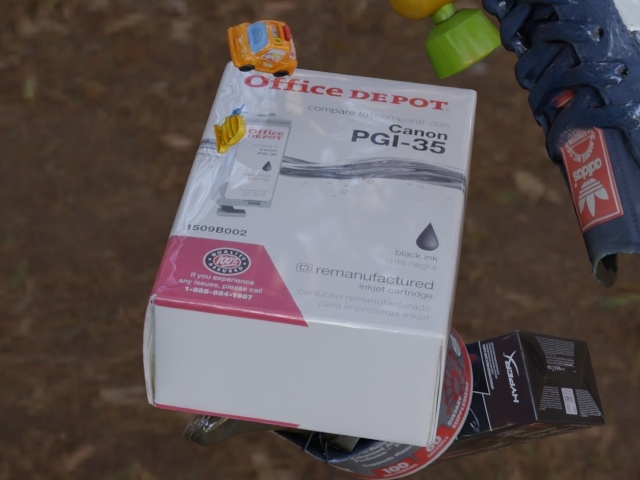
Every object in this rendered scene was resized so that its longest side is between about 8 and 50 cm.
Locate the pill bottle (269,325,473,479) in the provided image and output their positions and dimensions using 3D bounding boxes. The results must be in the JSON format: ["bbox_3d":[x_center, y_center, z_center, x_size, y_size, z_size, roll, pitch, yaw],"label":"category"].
[{"bbox_3d":[0.005,0.113,1.793,0.210,0.363,0.210,-10,66,23],"label":"pill bottle"}]

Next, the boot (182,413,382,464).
[{"bbox_3d":[-0.012,0.148,1.482,0.219,0.082,0.106,-26,64,-40],"label":"boot"}]

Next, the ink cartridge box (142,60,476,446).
[{"bbox_3d":[0.000,0.000,1.268,0.207,0.117,0.283,7,42,4],"label":"ink cartridge box"}]

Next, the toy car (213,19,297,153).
[{"bbox_3d":[-0.039,-0.113,1.247,0.060,0.040,0.122,23,53,-29],"label":"toy car"}]

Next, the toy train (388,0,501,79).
[{"bbox_3d":[0.056,-0.158,1.028,0.248,0.143,0.105,-32,9,-22],"label":"toy train"}]

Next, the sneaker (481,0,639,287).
[{"bbox_3d":[0.130,-0.074,0.751,0.350,0.131,0.148,39,70,-4],"label":"sneaker"}]

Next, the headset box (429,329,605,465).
[{"bbox_3d":[0.157,0.199,2.042,0.293,0.110,0.218,-18,-15,28],"label":"headset box"}]
